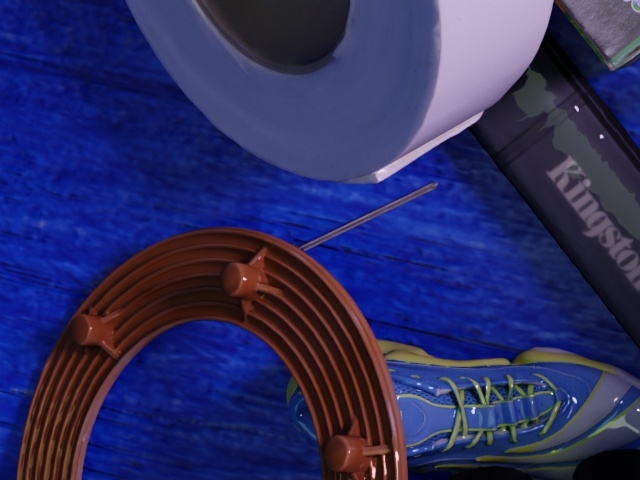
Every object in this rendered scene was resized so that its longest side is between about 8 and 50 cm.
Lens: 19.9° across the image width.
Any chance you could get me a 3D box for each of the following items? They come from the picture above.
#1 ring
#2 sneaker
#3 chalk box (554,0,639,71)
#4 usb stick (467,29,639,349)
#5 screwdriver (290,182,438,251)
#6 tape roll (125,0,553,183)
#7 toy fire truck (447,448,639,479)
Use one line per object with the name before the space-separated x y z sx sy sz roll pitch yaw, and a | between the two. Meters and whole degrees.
ring | -0.085 0.156 1.122 0.336 0.032 0.336 -9 77 41
sneaker | 0.089 0.116 1.110 0.240 0.126 0.091 3 98 14
chalk box | 0.186 -0.182 1.047 0.132 0.132 0.213 -38 88 14
usb stick | 0.173 -0.022 1.113 0.077 0.045 0.278 -38 87 15
screwdriver | 0.000 0.000 1.178 0.170 0.025 0.024 -26 90 7
tape roll | -0.004 -0.178 1.031 0.286 0.100 0.286 31 137 33
toy fire truck | 0.135 0.263 1.126 0.217 0.246 0.158 -10 54 12
